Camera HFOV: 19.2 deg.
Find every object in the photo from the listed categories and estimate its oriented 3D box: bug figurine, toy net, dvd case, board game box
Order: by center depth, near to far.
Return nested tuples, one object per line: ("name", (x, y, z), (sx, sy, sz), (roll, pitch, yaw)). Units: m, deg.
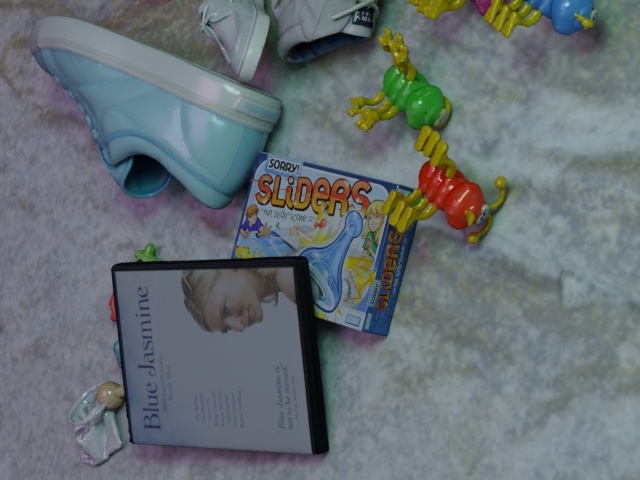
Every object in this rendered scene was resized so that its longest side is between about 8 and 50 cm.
("bug figurine", (0.130, -0.147, 1.617), (0.279, 0.072, 0.216), (-62, 37, 22))
("board game box", (0.000, 0.000, 1.744), (0.201, 0.035, 0.136), (15, 91, 48))
("dvd case", (-0.099, 0.107, 1.783), (0.253, 0.022, 0.180), (-3, 96, 43))
("toy net", (-0.213, 0.120, 1.935), (0.122, 0.045, 0.232), (43, 112, 43))

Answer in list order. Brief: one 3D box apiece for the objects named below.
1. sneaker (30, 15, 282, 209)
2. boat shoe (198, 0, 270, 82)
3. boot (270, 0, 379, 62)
("sneaker", (-0.198, -0.128, 1.918), (0.366, 0.135, 0.150), (25, 93, 48))
("boat shoe", (-0.087, -0.213, 1.827), (0.184, 0.063, 0.066), (-95, 23, -52))
("boot", (0.045, -0.246, 1.734), (0.258, 0.095, 0.123), (-23, 69, 51))
